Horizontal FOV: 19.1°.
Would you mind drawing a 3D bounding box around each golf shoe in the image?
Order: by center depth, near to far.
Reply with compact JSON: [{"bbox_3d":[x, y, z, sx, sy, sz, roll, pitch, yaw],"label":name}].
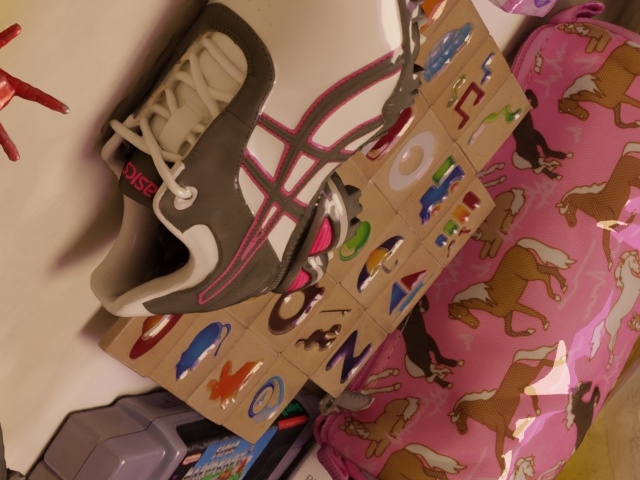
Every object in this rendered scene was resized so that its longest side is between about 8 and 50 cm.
[{"bbox_3d":[-0.032,-0.059,0.875,0.120,0.105,0.273,-23,145,-32],"label":"golf shoe"}]

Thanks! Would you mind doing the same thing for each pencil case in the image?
[{"bbox_3d":[0.146,0.029,1.348,0.167,0.160,0.386,32,86,-54],"label":"pencil case"}]

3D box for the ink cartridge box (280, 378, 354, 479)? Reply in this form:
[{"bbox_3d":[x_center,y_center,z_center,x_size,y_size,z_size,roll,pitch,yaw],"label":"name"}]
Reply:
[{"bbox_3d":[0.003,0.182,1.494,0.225,0.056,0.181,-52,179,-12],"label":"ink cartridge box"}]

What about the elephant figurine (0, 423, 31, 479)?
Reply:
[{"bbox_3d":[-0.182,0.127,0.798,0.186,0.169,0.239,-25,-151,53],"label":"elephant figurine"}]

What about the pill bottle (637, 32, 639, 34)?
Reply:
[{"bbox_3d":[0.346,-0.111,1.501,0.204,0.204,0.361,-45,180,-24],"label":"pill bottle"}]

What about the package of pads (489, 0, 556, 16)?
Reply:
[{"bbox_3d":[0.135,-0.170,1.215,0.050,0.032,0.083,-55,164,17],"label":"package of pads"}]

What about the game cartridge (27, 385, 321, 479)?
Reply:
[{"bbox_3d":[-0.123,0.197,1.265,0.230,0.068,0.355,-51,165,13],"label":"game cartridge"}]

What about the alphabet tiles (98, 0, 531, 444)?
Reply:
[{"bbox_3d":[0.008,-0.016,1.125,0.285,0.011,0.342,-50,153,-3],"label":"alphabet tiles"}]

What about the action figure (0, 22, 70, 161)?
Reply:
[{"bbox_3d":[-0.180,-0.024,0.481,0.280,0.139,0.091,-51,166,-13],"label":"action figure"}]
